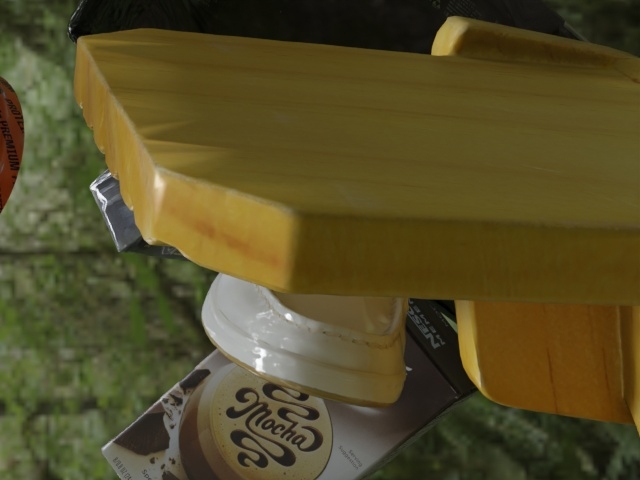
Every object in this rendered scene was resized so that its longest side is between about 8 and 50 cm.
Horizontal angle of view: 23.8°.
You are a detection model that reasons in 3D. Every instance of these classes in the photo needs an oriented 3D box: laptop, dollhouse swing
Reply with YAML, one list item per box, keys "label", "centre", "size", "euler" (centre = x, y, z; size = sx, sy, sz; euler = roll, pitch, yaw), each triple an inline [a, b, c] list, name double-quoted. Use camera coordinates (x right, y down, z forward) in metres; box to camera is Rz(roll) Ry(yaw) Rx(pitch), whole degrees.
- label: "laptop"
  centre: [0.008, -0.184, 1.197]
  size: [0.236, 0.382, 0.408]
  euler: [-13, 46, 58]
- label: "dollhouse swing"
  centre: [0.077, 0.059, 0.661]
  size: [0.347, 0.305, 0.315]
  euler: [-130, 30, -65]

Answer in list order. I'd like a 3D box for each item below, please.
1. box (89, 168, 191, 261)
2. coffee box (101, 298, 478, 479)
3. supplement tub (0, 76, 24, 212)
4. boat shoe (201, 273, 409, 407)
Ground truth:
- label: "box"
  centre: [-0.019, -0.069, 1.378]
  size: [0.307, 0.242, 0.076]
  euler: [10, -131, -57]
- label: "coffee box"
  centre: [-0.021, 0.151, 1.328]
  size: [0.168, 0.297, 0.119]
  euler: [51, -163, 11]
- label: "supplement tub"
  centre: [-0.401, -0.104, 1.124]
  size: [0.338, 0.207, 0.207]
  euler: [21, -121, -47]
- label: "boat shoe"
  centre: [0.000, 0.000, 0.770]
  size: [0.277, 0.098, 0.096]
  euler: [-106, 36, -73]
